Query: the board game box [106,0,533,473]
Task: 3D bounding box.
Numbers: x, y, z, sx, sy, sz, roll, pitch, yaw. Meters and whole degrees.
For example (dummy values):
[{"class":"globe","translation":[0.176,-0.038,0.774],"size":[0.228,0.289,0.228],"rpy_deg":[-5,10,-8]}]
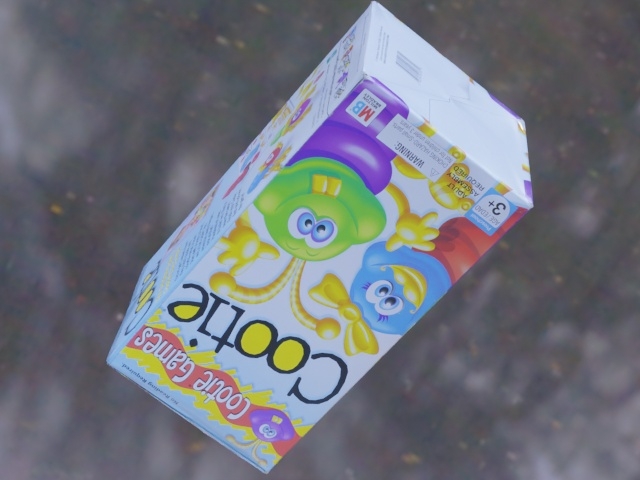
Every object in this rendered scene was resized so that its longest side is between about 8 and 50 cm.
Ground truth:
[{"class":"board game box","translation":[0.000,0.000,1.032],"size":[0.142,0.275,0.144],"rpy_deg":[37,25,-13]}]
